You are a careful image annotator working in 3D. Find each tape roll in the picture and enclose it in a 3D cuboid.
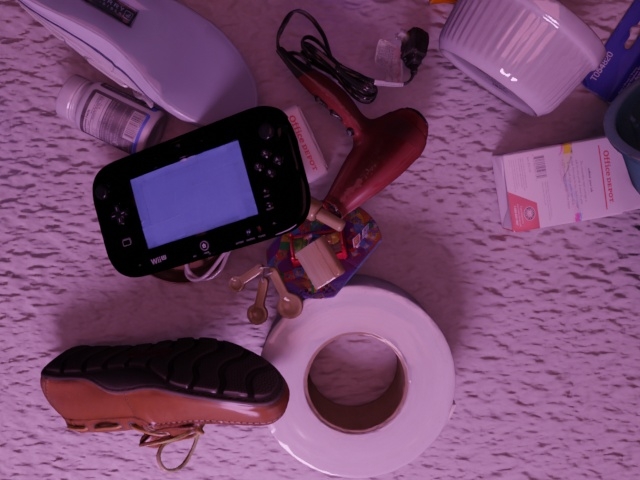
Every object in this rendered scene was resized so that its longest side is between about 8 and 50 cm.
[{"bbox_3d":[0.051,0.196,0.906,0.286,0.100,0.286,0,95,0],"label":"tape roll"}]

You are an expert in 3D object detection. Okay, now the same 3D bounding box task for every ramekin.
[{"bbox_3d":[0.256,-0.254,0.813,0.207,0.207,0.109,34,104,-3],"label":"ramekin"}]

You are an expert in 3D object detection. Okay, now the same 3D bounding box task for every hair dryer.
[{"bbox_3d":[0.043,-0.171,0.865,0.224,0.080,0.293,3,78,-7],"label":"hair dryer"}]

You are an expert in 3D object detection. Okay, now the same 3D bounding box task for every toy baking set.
[{"bbox_3d":[-0.092,0.002,0.840,0.256,0.030,0.196,35,99,11],"label":"toy baking set"}]

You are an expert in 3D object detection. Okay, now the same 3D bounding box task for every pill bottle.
[{"bbox_3d":[-0.299,-0.178,0.877,0.137,0.078,0.078,26,95,-3],"label":"pill bottle"}]

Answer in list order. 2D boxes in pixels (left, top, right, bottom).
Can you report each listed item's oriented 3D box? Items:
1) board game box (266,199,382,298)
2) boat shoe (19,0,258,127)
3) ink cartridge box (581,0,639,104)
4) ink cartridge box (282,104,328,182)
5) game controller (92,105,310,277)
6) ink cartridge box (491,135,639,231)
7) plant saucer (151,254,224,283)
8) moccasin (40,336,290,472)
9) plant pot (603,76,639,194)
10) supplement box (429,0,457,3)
[{"bbox_3d":[0.000,0.000,0.869,0.133,0.033,0.168,31,67,27],"label":"board game box"},{"bbox_3d":[-0.259,-0.265,0.840,0.367,0.156,0.135,29,83,-20],"label":"boat shoe"},{"bbox_3d":[0.535,-0.262,0.888,0.224,0.045,0.223,31,95,-3],"label":"ink cartridge box"},{"bbox_3d":[-0.076,-0.116,0.891,0.151,0.063,0.109,-25,96,2],"label":"ink cartridge box"},{"bbox_3d":[-0.165,-0.059,0.818,0.319,0.067,0.166,-16,79,21],"label":"game controller"},{"bbox_3d":[0.363,-0.086,0.895,0.198,0.067,0.115,-9,96,2],"label":"ink cartridge box"},{"bbox_3d":[-0.210,-0.019,0.918,0.169,0.029,0.168,0,95,-1],"label":"plant saucer"},{"bbox_3d":[-0.219,0.226,0.856,0.380,0.139,0.146,-7,110,17],"label":"moccasin"},{"bbox_3d":[0.567,-0.040,0.755,0.341,0.341,0.334,-26,117,2],"label":"plant pot"},{"bbox_3d":[0.187,-0.395,0.877,0.062,0.036,0.098,-4,95,-1],"label":"supplement box"}]
